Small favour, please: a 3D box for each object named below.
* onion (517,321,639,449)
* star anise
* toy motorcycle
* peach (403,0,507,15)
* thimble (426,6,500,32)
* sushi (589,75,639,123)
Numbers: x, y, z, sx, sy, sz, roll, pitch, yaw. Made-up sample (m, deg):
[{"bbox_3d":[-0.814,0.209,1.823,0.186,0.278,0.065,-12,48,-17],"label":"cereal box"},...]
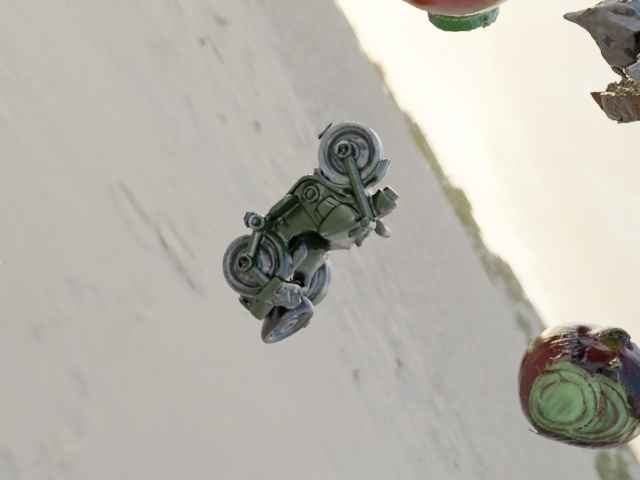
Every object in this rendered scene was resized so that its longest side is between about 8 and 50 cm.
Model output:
[{"bbox_3d":[0.223,0.117,0.988,0.117,0.118,0.118,32,0,0],"label":"onion"},{"bbox_3d":[0.303,-0.110,0.926,0.230,0.081,0.262,11,43,-53],"label":"star anise"},{"bbox_3d":[0.000,0.000,1.388,0.127,0.275,0.205,46,9,19],"label":"toy motorcycle"},{"bbox_3d":[0.128,-0.311,1.105,0.190,0.192,0.190,19,33,-13],"label":"peach"},{"bbox_3d":[0.218,-0.380,1.826,0.130,0.118,0.090,45,-26,49],"label":"thimble"},{"bbox_3d":[0.337,-0.153,1.276,0.120,0.052,0.055,-162,-129,-77],"label":"sushi"}]
